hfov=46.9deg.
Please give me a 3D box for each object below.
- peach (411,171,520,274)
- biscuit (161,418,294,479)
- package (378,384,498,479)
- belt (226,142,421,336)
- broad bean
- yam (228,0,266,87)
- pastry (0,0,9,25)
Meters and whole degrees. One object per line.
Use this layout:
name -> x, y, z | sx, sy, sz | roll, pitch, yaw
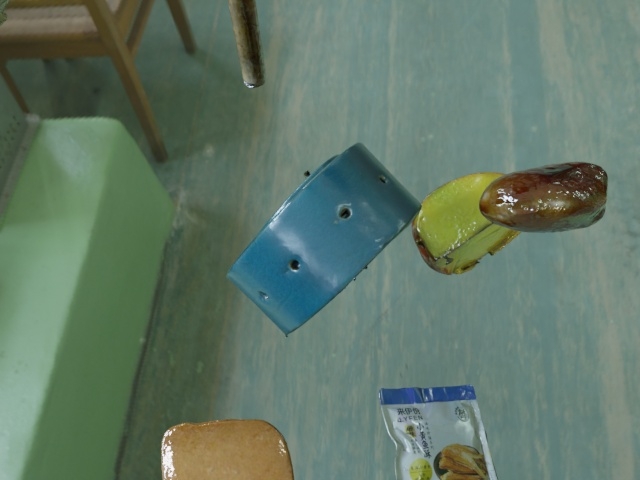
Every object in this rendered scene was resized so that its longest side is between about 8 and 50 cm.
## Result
peach -> 0.304, -0.050, 1.462 | 0.267, 0.158, 0.154 | -35, 65, -1
biscuit -> -0.133, 0.352, 1.059 | 0.192, 0.036, 0.186 | -4, 81, 1
package -> 0.171, 0.294, 1.064 | 0.171, 0.027, 0.173 | 2, 64, -24
belt -> 0.000, -0.001, 1.192 | 0.300, 0.436, 0.173 | -43, 86, -7
broad bean -> 0.269, -0.049, 0.886 | 0.165, 0.114, 0.084 | -8, 92, -33
yam -> -0.122, -0.356, 1.195 | 0.046, 0.264, 0.046 | -2, 54, 2
pastry -> -0.442, -0.308, 0.626 | 0.388, 0.388, 0.313 | -45, 26, -20
